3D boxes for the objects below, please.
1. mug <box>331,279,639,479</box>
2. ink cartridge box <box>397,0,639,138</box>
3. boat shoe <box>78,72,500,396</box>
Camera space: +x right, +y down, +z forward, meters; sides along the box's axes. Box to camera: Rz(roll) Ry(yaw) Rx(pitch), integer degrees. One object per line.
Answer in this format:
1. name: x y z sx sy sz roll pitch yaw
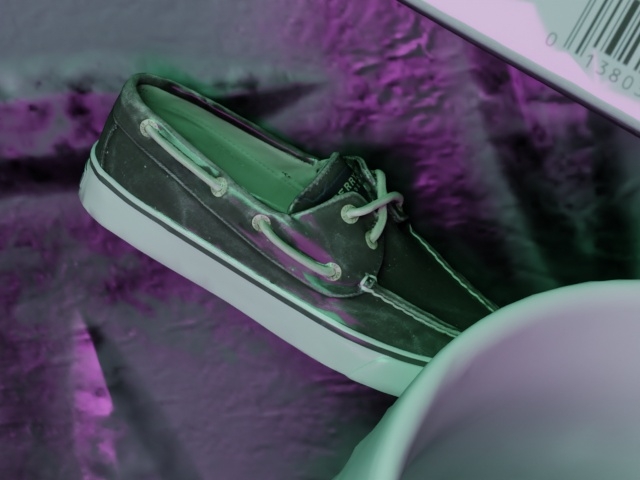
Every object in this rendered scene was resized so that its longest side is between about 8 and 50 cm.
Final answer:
1. mug: 0.138 0.216 0.846 0.374 0.276 0.328 2 148 -21
2. ink cartridge box: 0.100 -0.190 0.761 0.275 0.060 0.239 29 94 -2
3. boat shoe: 0.000 0.000 0.867 0.219 0.078 0.070 27 120 1
